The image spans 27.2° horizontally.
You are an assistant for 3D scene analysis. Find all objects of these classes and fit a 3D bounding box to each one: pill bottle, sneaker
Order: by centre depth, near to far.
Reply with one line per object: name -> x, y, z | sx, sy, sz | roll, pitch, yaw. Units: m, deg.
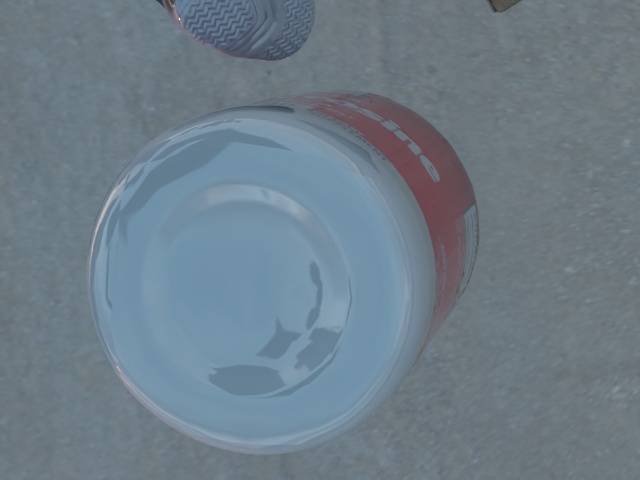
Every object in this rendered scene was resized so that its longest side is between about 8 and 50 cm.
sneaker -> -0.130, -0.235, 1.017 | 0.101, 0.269, 0.153 | -59, 33, 7
pill bottle -> 0.000, 0.000, 1.020 | 0.229, 0.408, 0.229 | 2, 99, 13

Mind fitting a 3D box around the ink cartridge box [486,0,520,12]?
ink cartridge box -> 0.159, -0.315, 0.998 | 0.193, 0.234, 0.088 | -27, 46, 17
